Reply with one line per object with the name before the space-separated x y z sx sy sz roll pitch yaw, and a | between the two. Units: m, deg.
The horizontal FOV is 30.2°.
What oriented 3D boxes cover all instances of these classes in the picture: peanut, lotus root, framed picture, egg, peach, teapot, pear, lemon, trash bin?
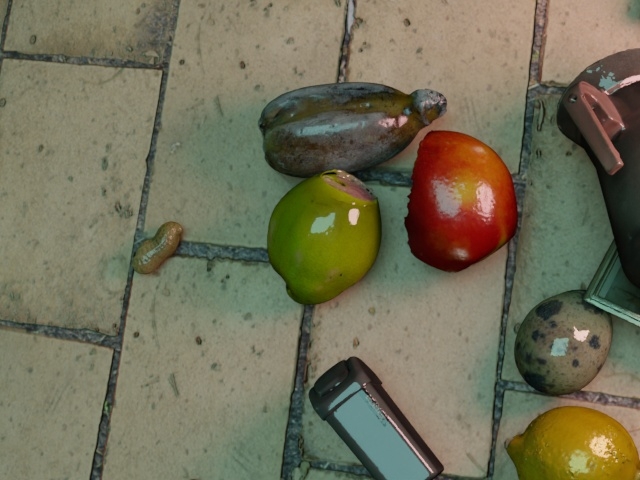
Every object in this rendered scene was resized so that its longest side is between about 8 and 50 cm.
peanut | -0.285 0.013 2.072 0.054 0.054 0.113 43 88 17
lotus root | 0.055 -0.189 1.996 0.322 0.140 0.158 -7 53 5
framed picture | 0.557 0.033 1.842 0.217 0.017 0.274 24 62 15
egg | 0.382 0.156 1.851 0.141 0.141 0.182 34 79 17
peach | 0.208 -0.068 1.908 0.226 0.190 0.196 59 140 9
teapot | 0.497 -0.107 1.768 0.253 0.300 0.344 -45 49 27
pear | 0.000 0.000 1.951 0.187 0.187 0.220 38 113 17
lemon | 0.384 0.336 1.794 0.206 0.173 0.173 17 83 11
trash bin | 0.086 0.297 1.868 0.101 0.177 0.236 -39 77 1
